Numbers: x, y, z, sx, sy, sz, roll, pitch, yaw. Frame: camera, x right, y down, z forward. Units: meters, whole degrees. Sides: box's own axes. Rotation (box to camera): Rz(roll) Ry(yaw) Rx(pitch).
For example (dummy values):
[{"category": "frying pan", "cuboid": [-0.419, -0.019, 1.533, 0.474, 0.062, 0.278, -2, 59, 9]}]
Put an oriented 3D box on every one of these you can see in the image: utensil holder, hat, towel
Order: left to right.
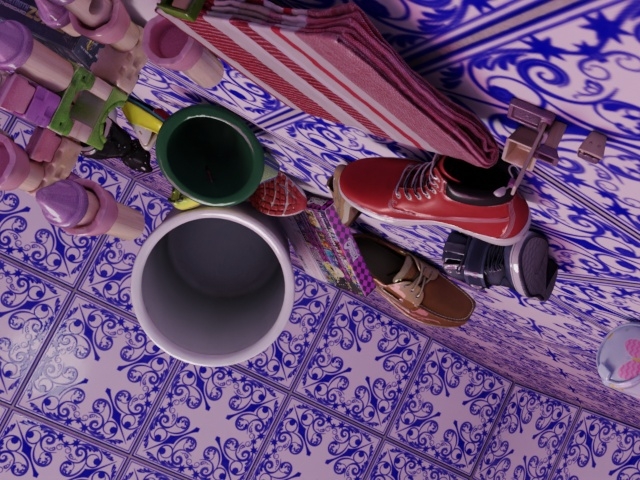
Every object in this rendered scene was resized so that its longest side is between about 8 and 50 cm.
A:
[{"category": "hat", "cuboid": [-0.181, -0.181, 1.341, 0.208, 0.173, 0.184, 41, -156, -15]}, {"category": "utensil holder", "cuboid": [-0.223, 0.050, 1.723, 0.327, 0.328, 0.385, 28, -169, -10]}, {"category": "towel", "cuboid": [-0.003, -0.169, 0.783, 0.237, 0.037, 0.329, 31, 177, -42]}]

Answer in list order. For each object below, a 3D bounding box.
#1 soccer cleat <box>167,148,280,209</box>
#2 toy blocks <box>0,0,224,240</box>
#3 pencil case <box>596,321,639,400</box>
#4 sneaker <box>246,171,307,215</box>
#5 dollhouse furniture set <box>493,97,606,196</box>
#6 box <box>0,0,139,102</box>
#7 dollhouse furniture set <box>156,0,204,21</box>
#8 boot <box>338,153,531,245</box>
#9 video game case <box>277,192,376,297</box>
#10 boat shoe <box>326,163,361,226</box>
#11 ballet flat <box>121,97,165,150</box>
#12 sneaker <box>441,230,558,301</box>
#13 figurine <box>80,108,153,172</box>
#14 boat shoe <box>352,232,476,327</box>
[{"category": "soccer cleat", "cuboid": [-0.187, -0.107, 1.463, 0.121, 0.094, 0.289, 16, 159, -35]}, {"category": "toy blocks", "cuboid": [-0.329, -0.184, 0.906, 0.308, 0.289, 0.260, 27, 180, 18]}, {"category": "pencil case", "cuboid": [0.581, 0.237, 1.305, 0.273, 0.124, 0.114, 32, -149, -28]}, {"category": "sneaker", "cuboid": [-0.101, -0.102, 1.572, 0.092, 0.088, 0.225, 10, -171, -45]}, {"category": "dollhouse furniture set", "cuboid": [0.195, -0.058, 0.716, 0.091, 0.081, 0.114, 25, 173, 12]}, {"category": "box", "cuboid": [-0.398, -0.304, 1.194, 0.183, 0.059, 0.233, 25, 174, 8]}, {"category": "dollhouse furniture set", "cuboid": [-0.145, -0.251, 0.652, 0.076, 0.059, 0.151, 23, 172, 25]}, {"category": "boot", "cuboid": [0.115, -0.074, 0.907, 0.244, 0.088, 0.176, 14, 168, 25]}, {"category": "video game case", "cuboid": [0.000, 0.000, 1.651, 0.210, 0.042, 0.232, 18, 142, 51]}, {"category": "boat shoe", "cuboid": [0.043, -0.080, 1.250, 0.072, 0.068, 0.190, 38, 165, 7]}, {"category": "ballet flat", "cuboid": [-0.305, -0.201, 1.537, 0.230, 0.077, 0.077, 27, 175, -4]}, {"category": "sneaker", "cuboid": [0.243, 0.023, 1.123, 0.163, 0.086, 0.226, 20, 172, 26]}, {"category": "figurine", "cuboid": [-0.437, -0.234, 1.563, 0.215, 0.092, 0.209, 52, -174, 19]}, {"category": "boat shoe", "cuboid": [0.180, 0.084, 1.684, 0.324, 0.123, 0.120, 27, 167, 5]}]
